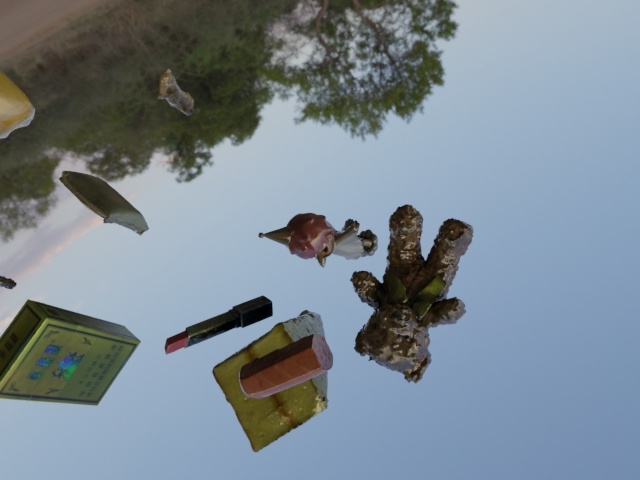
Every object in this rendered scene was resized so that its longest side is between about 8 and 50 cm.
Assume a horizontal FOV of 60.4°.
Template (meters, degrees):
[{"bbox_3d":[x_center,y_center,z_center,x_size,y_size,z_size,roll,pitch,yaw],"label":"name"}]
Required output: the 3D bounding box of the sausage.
[{"bbox_3d":[-0.065,0.202,0.857,0.169,0.065,0.065,-28,-157,23],"label":"sausage"}]

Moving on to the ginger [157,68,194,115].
[{"bbox_3d":[-0.340,-0.340,1.278,0.057,0.137,0.044,-11,-110,10],"label":"ginger"}]

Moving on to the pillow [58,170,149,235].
[{"bbox_3d":[-0.456,-0.084,1.158,0.208,0.119,0.053,36,-78,28],"label":"pillow"}]

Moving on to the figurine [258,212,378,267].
[{"bbox_3d":[0.000,0.000,1.685,0.386,0.166,0.207,3,172,-35],"label":"figurine"}]

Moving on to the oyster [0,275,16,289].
[{"bbox_3d":[-0.755,0.084,1.185,0.105,0.177,0.056,-169,-88,-75],"label":"oyster"}]

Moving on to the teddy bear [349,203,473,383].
[{"bbox_3d":[0.177,0.100,1.120,0.246,0.296,0.222,17,-154,16],"label":"teddy bear"}]

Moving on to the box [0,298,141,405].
[{"bbox_3d":[-0.419,0.191,0.901,0.064,0.220,0.141,32,-94,27],"label":"box"}]

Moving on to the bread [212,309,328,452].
[{"bbox_3d":[-0.071,0.333,1.440,0.233,0.245,0.361,-36,169,17],"label":"bread"}]

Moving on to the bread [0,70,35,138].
[{"bbox_3d":[-0.559,-0.241,0.893,0.134,0.173,0.085,0,-131,49],"label":"bread"}]

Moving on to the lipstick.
[{"bbox_3d":[-0.266,0.219,1.438,0.312,0.051,0.051,-18,-149,-35],"label":"lipstick"}]
